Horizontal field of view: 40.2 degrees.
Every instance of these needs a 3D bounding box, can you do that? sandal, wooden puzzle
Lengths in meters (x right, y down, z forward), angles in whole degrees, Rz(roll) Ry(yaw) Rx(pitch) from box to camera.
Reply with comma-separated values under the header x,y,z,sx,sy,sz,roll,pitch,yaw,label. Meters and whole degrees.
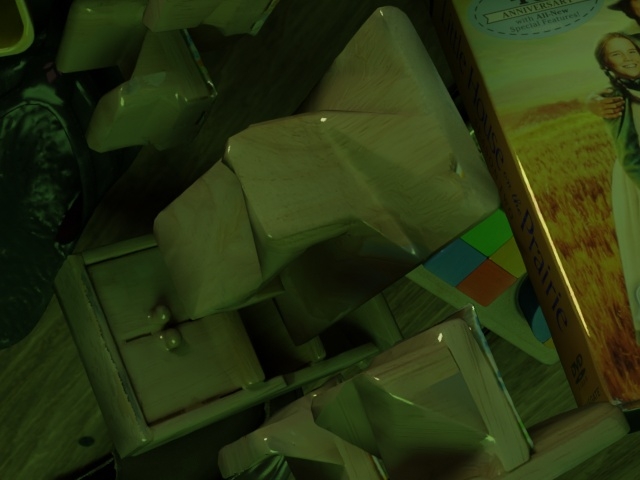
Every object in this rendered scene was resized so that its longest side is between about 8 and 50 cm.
x,y,z,sx,sy,sz,roll,pitch,yaw,label
-0.234,-0.054,0.711,0.167,0.107,0.446,14,123,-23,sandal
0.257,-0.019,0.873,0.347,0.081,0.322,29,117,-31,wooden puzzle

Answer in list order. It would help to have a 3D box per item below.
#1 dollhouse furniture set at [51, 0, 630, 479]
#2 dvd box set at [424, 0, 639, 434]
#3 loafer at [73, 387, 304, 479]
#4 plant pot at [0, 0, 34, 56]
x,y,z,sx,sy,sz,roll,pitch,yaw,label
0.000,0.000,0.606,0.256,0.362,0.394,-17,166,-33,dollhouse furniture set
0.256,-0.105,0.588,0.307,0.421,0.062,-11,151,-4,dvd box set
-0.170,0.261,0.962,0.366,0.134,0.130,-39,127,18,loafer
-0.292,-0.229,0.504,0.212,0.187,0.212,-10,129,-5,plant pot
